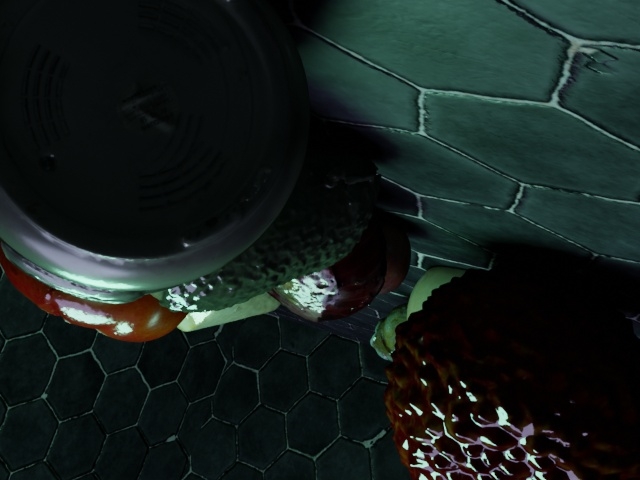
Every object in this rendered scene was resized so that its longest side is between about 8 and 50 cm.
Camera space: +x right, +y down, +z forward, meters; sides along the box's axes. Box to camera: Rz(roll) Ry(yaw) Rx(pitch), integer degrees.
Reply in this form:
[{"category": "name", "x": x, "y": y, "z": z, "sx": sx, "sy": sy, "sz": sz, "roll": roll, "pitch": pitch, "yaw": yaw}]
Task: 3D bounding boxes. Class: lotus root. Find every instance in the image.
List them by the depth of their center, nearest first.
[{"category": "lotus root", "x": 0.294, "y": 0.237, "z": 2.415, "sx": 0.350, "sy": 0.175, "sz": 0.175, "roll": 14, "pitch": 169, "yaw": 16}]

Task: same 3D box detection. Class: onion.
[{"category": "onion", "x": 0.000, "y": 0.000, "z": 1.568, "sx": 0.252, "sy": 0.219, "sz": 0.252, "roll": 25, "pitch": 130, "yaw": 34}]

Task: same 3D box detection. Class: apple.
[{"category": "apple", "x": 0.077, "y": 0.016, "z": 1.712, "sx": 0.153, "sy": 0.120, "sz": 0.153, "roll": 26, "pitch": 170, "yaw": 5}]

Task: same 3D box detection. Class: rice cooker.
[{"category": "rice cooker", "x": -0.191, "y": -0.100, "z": 0.995, "sx": 0.335, "sy": 0.335, "sz": 0.325, "roll": 23, "pitch": 171, "yaw": -11}]

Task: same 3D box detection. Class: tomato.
[{"category": "tomato", "x": -0.298, "y": 0.000, "z": 1.468, "sx": 0.299, "sy": 0.226, "sz": 0.298, "roll": 29, "pitch": -176, "yaw": -2}]

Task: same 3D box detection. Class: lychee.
[{"category": "lychee", "x": 0.291, "y": 0.237, "z": 1.625, "sx": 0.425, "sy": 0.424, "sz": 0.500, "roll": 29, "pitch": 174, "yaw": -41}]

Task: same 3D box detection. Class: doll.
[{"category": "doll", "x": -0.096, "y": -0.036, "z": 1.313, "sx": 0.350, "sy": 0.247, "sz": 0.247, "roll": -12, "pitch": -175, "yaw": -24}]

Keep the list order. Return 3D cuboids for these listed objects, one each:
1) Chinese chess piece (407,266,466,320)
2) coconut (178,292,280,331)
[{"category": "Chinese chess piece", "x": 0.329, "y": 0.167, "z": 1.974, "sx": 0.338, "sy": 0.140, "sz": 0.338, "roll": 19, "pitch": 169, "yaw": 4}, {"category": "coconut", "x": -0.195, "y": 0.017, "z": 1.778, "sx": 0.329, "sy": 0.328, "sz": 0.329, "roll": 20, "pitch": 171, "yaw": 3}]
